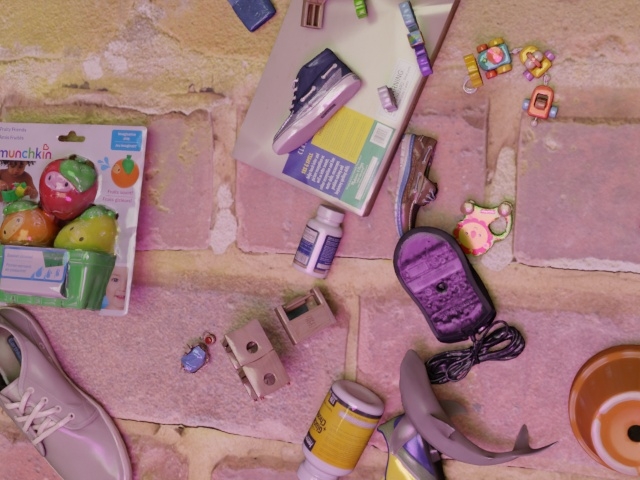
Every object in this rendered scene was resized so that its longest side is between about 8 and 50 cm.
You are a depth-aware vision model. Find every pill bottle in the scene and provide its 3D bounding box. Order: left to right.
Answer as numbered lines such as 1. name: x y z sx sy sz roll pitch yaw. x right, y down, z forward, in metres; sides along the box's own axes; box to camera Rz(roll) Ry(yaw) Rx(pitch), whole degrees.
1. pill bottle: 0.000 0.000 1.691 0.067 0.067 0.120 23 100 14
2. pill bottle: 0.030 0.344 1.684 0.103 0.103 0.184 29 101 13

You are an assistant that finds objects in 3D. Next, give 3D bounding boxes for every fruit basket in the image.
1. fruit basket: -0.490 -0.045 1.791 0.327 0.165 0.353 4 91 17

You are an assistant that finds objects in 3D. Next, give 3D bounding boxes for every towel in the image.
1. towel: -0.132 -0.437 1.724 0.067 0.029 0.119 -34 83 16

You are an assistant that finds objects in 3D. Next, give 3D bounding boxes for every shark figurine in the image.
1. shark figurine: 0.228 0.313 1.565 0.278 0.116 0.166 32 72 3

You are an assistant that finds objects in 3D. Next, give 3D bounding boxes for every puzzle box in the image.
1. puzzle box: 0.037 -0.277 1.670 0.272 0.052 0.409 26 101 13

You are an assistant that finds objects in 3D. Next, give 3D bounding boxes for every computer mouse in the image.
1. computer mouse: 0.213 0.097 1.637 0.188 0.072 0.272 -24 99 15

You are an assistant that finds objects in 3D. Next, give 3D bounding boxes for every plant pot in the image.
1. plant pot: 0.486 0.278 1.496 0.205 0.188 0.205 1 94 17

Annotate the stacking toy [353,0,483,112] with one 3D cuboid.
1. stacking toy: 0.158 -0.334 1.580 0.167 0.052 0.221 -17 87 16

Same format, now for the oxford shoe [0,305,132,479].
1. oxford shoe: -0.528 0.326 1.844 0.169 0.130 0.449 -37 84 14

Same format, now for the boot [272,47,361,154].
1. boot: -0.025 -0.235 1.637 0.190 0.069 0.086 -42 74 7

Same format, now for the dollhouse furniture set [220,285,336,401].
1. dollhouse furniture set: -0.064 0.187 1.714 0.183 0.129 0.129 -28 85 -13

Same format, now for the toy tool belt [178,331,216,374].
1. toy tool belt: -0.229 0.211 1.783 0.052 0.051 0.083 41 103 11

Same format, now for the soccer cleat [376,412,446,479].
1. soccer cleat: 0.169 0.441 1.658 0.121 0.093 0.289 -12 87 22

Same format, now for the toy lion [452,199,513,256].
1. toy lion: 0.273 -0.019 1.627 0.100 0.034 0.096 3 101 17

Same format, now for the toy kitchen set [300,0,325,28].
1. toy kitchen set: 0.017 -0.393 1.610 0.068 0.083 0.075 4 96 -25

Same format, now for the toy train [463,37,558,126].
1. toy train: 0.320 -0.266 1.587 0.166 0.046 0.125 22 99 14

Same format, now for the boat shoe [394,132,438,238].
1. boat shoe: 0.165 -0.089 1.636 0.066 0.066 0.183 5 95 15
